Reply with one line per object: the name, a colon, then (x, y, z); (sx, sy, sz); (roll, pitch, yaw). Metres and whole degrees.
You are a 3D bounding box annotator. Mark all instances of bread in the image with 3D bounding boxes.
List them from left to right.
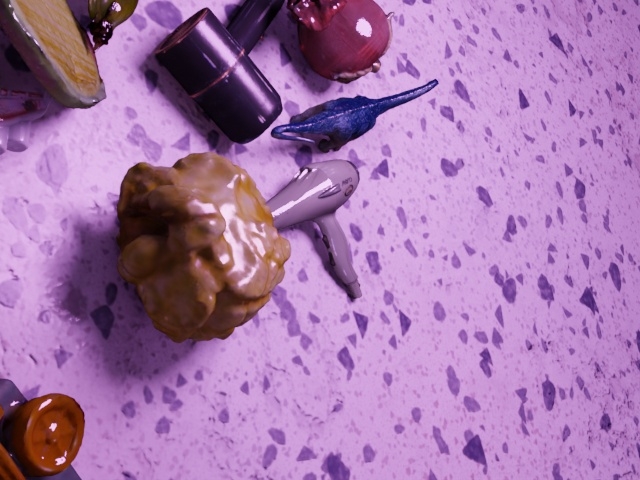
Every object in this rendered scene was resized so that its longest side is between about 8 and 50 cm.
bread: (-0.346, -0.284, 1.083); (0.301, 0.045, 0.301); (-90, 154, -85)

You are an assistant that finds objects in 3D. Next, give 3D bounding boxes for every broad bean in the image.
broad bean: (-0.284, -0.393, 1.266); (0.077, 0.061, 0.339); (40, 40, -51)

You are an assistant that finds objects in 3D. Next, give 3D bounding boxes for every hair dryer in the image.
hair dryer: (-0.102, -0.315, 1.409); (0.189, 0.107, 0.352); (49, 42, -22)
hair dryer: (-0.025, -0.011, 1.395); (0.219, 0.088, 0.225); (-6, 94, -38)

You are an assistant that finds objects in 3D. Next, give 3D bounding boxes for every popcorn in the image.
popcorn: (-0.151, 0.012, 1.174); (0.255, 0.194, 0.256); (35, 53, -42)

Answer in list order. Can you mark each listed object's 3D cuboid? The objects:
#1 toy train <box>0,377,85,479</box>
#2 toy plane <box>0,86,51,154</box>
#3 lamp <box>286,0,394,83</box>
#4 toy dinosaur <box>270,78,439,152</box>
toy train: (-0.305, 0.301, 0.873); (0.232, 0.163, 0.369); (-57, 132, -47)
toy plane: (-0.429, -0.189, 1.025); (0.252, 0.118, 0.252); (14, 68, -39)
lamp: (0.023, -0.341, 1.487); (0.223, 0.151, 0.215); (22, 18, -21)
toy dinosaur: (0.035, -0.197, 1.462); (0.363, 0.147, 0.077); (-22, 88, -39)
